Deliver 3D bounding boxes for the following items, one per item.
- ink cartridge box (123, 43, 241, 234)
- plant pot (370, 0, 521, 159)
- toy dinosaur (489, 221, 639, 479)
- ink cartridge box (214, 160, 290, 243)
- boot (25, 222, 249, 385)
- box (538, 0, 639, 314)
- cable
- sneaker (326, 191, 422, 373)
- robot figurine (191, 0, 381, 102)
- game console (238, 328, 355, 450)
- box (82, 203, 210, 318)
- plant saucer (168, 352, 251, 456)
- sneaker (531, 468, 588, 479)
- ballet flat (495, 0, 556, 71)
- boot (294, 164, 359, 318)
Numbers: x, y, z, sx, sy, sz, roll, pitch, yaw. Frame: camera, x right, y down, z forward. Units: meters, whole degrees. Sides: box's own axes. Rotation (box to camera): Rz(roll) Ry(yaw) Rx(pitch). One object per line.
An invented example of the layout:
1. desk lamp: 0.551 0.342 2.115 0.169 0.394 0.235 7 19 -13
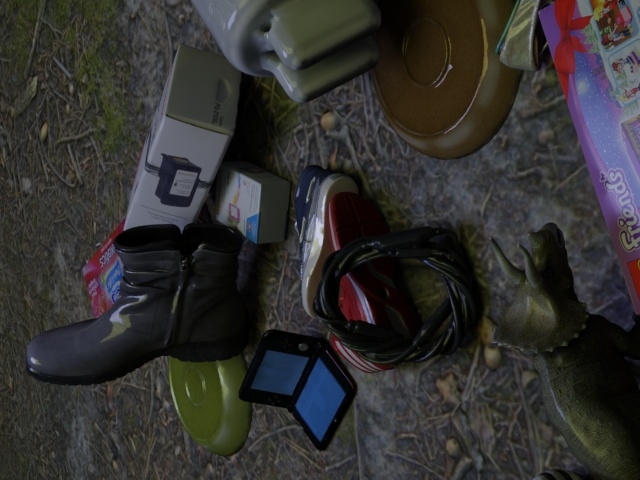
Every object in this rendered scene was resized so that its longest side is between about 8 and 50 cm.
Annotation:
1. ink cartridge box: -0.199 -0.136 1.455 0.172 0.100 0.237 -89 21 -45
2. plant pot: 0.123 -0.205 1.098 0.236 0.032 0.236 17 111 53
3. toy dinosaur: 0.248 0.141 0.874 0.121 0.160 0.313 -47 58 48
4. ink cartridge box: -0.099 -0.056 1.425 0.122 0.052 0.088 29 119 51
5. boot: -0.272 0.078 1.442 0.118 0.338 0.223 -112 13 -50
6. box: 0.308 -0.104 0.830 0.201 0.057 0.293 -28 73 53
7. cable: 0.081 0.066 1.131 0.184 0.047 0.150 -13 94 15
8. sneaker: 0.035 0.061 1.229 0.128 0.087 0.221 -36 66 50
9. robot figurine: -0.065 -0.327 1.125 0.353 0.200 0.300 59 168 20
10. game console: -0.035 0.204 1.362 0.085 0.124 0.144 -96 24 -49
11. box: -0.277 0.047 1.632 0.257 0.128 0.122 -38 65 51
12. plant saucer: -0.189 0.233 1.624 0.241 0.037 0.241 16 110 53
13. sneaker: 0.241 0.381 0.999 0.162 0.106 0.281 -47 48 54
14. ballet flat: 0.216 -0.239 0.953 0.052 0.057 0.168 27 126 18
15. boot: 0.000 0.000 1.293 0.086 0.069 0.190 30 113 57
